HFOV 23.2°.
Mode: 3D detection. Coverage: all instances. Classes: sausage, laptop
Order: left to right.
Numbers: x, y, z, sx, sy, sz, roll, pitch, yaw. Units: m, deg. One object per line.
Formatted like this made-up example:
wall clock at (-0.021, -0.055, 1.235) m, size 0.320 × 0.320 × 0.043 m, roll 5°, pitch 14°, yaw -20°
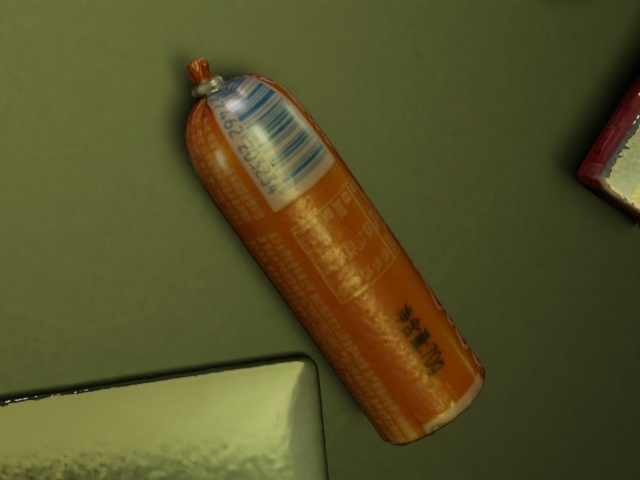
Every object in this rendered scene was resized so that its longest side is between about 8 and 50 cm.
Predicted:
laptop at (-0.123, 0.171, 0.857) m, size 0.269 × 0.015 × 0.187 m, roll -8°, pitch 101°, yaw -13°
sausage at (0.000, 0.000, 0.830) m, size 0.071 × 0.071 × 0.234 m, roll -36°, pitch 107°, yaw -6°

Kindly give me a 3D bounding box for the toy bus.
toy bus at (0.221, -0.095, 0.874) m, size 0.077 × 0.065 × 0.192 m, roll 31°, pitch 91°, yaw -10°
